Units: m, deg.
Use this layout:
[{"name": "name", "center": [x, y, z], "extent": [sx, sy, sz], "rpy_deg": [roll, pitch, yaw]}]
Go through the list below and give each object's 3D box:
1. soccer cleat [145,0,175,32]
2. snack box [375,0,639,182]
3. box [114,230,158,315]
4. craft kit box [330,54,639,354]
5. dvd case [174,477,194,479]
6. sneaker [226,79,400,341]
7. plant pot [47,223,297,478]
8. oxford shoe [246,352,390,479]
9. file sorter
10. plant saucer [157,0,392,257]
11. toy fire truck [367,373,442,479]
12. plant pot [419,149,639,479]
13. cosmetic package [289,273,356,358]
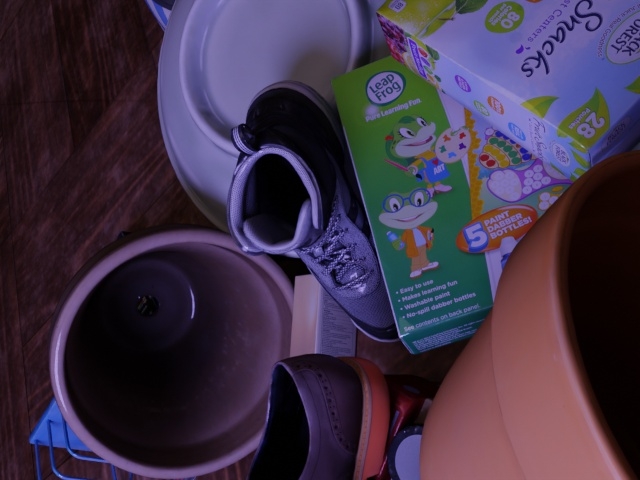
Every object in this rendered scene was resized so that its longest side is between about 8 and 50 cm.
[{"name": "soccer cleat", "center": [-0.106, -0.240, 1.019], "extent": [0.116, 0.143, 0.331], "rpy_deg": [-36, 70, -4]}, {"name": "snack box", "center": [0.176, -0.165, 0.604], "extent": [0.174, 0.070, 0.207], "rpy_deg": [-46, 61, -5]}, {"name": "box", "center": [-0.281, 0.125, 1.130], "extent": [0.220, 0.051, 0.175], "rpy_deg": [-55, 46, 21]}, {"name": "craft kit box", "center": [0.153, -0.065, 0.639], "extent": [0.249, 0.061, 0.247], "rpy_deg": [-20, 59, 11]}, {"name": "dvd case", "center": [-0.154, 0.234, 0.992], "extent": [0.119, 0.013, 0.087], "rpy_deg": [-52, 47, 22]}, {"name": "sneaker", "center": [0.000, 0.000, 0.705], "extent": [0.101, 0.153, 0.269], "rpy_deg": [-23, 106, 23]}, {"name": "plant pot", "center": [-0.171, 0.097, 0.907], "extent": [0.229, 0.263, 0.263], "rpy_deg": [25, 98, 67]}, {"name": "oxford shoe", "center": [-0.020, 0.219, 0.603], "extent": [0.097, 0.098, 0.271], "rpy_deg": [-7, 74, 47]}, {"name": "file sorter", "center": [-0.277, 0.241, 1.032], "extent": [0.170, 0.118, 0.104], "rpy_deg": [-54, 38, 22]}, {"name": "plant saucer", "center": [-0.033, -0.183, 0.824], "extent": [0.400, 0.100, 0.401], "rpy_deg": [-1, 88, 29]}, {"name": "toy fire truck", "center": [0.027, 0.207, 0.728], "extent": [0.246, 0.158, 0.217], "rpy_deg": [26, 99, 37]}, {"name": "plant pot", "center": [0.192, 0.122, 0.477], "extent": [0.203, 0.290, 0.291], "rpy_deg": [-50, 46, 47]}, {"name": "cosmetic package", "center": [0.004, 0.095, 0.828], "extent": [0.041, 0.060, 0.115], "rpy_deg": [-10, 71, 45]}]
